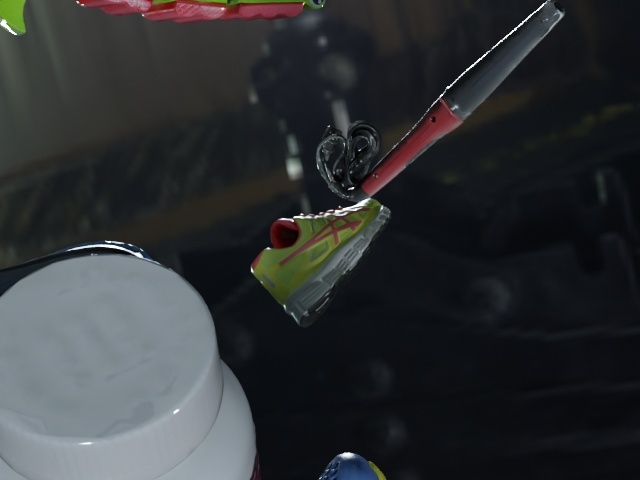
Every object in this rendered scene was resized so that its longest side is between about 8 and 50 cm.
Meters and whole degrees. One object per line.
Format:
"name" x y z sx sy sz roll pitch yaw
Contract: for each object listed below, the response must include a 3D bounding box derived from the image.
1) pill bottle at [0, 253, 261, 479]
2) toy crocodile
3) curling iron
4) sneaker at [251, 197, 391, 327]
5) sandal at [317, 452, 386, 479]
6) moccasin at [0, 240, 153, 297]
"pill bottle" -0.086 0.115 0.859 0.121 0.221 0.121 -2 -132 2
"toy crocodile" -0.101 -0.215 1.537 0.340 0.105 0.115 -2 -177 -30
"curling iron" 0.096 -0.115 1.602 0.274 0.068 0.035 -34 -162 34
"sneaker" 0.000 0.000 1.925 0.094 0.081 0.208 35 -147 6
"sandal" -0.078 0.258 1.283 0.317 0.138 0.126 -47 180 -14
"moccasin" -0.293 0.088 1.672 0.342 0.138 0.117 -28 -153 -14
